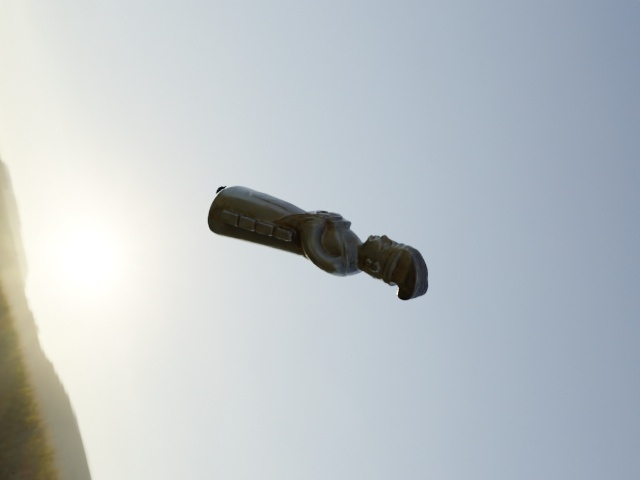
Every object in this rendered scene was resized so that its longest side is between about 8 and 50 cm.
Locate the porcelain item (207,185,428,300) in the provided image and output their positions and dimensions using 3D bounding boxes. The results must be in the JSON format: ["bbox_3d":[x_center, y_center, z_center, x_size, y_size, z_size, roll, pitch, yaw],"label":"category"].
[{"bbox_3d":[0.000,0.000,0.725,0.213,0.084,0.054,19,-76,27],"label":"porcelain item"}]
